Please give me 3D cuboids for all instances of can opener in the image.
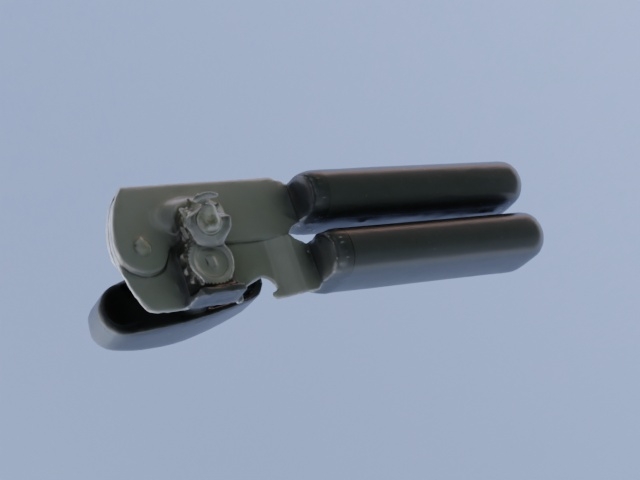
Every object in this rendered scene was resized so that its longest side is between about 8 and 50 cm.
[{"bbox_3d":[0.000,0.000,0.800,0.280,0.093,0.074,-8,-113,-30],"label":"can opener"}]
